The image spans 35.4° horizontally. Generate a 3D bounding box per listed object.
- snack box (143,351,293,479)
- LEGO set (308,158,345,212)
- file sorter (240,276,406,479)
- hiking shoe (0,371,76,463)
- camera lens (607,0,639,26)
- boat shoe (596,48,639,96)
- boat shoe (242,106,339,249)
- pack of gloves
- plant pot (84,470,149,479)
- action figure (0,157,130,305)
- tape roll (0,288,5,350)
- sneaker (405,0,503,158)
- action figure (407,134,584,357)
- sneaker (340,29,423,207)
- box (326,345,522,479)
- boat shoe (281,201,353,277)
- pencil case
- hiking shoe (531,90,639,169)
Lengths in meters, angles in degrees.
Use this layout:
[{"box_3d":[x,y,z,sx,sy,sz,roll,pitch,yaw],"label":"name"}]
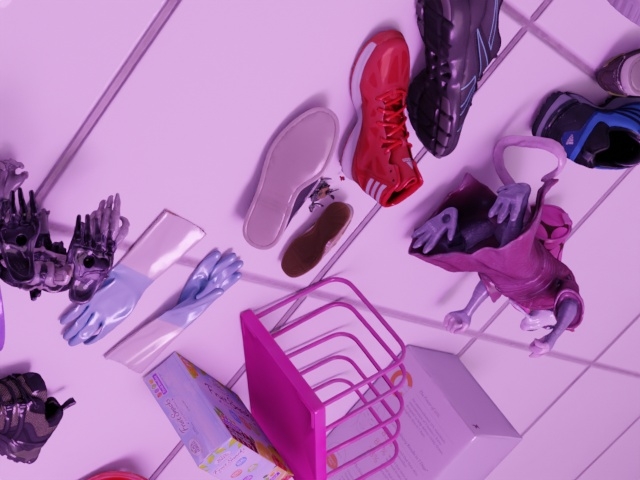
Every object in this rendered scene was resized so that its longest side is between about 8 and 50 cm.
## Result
[{"box_3d":[-0.147,0.274,1.467,0.070,0.174,0.207,-40,143,-1],"label":"snack box"},{"box_3d":[0.007,-0.076,1.346,0.083,0.023,0.054,-43,148,-15],"label":"LEGO set"},{"box_3d":[0.014,0.229,1.535,0.182,0.202,0.291,-26,143,-21],"label":"file sorter"},{"box_3d":[-0.408,0.202,1.265,0.114,0.086,0.227,-51,150,-4],"label":"hiking shoe"},{"box_3d":[0.493,-0.398,1.226,0.219,0.219,0.274,-10,136,-33],"label":"camera lens"},{"box_3d":[0.517,-0.265,1.527,0.227,0.068,0.081,-14,103,-32],"label":"boat shoe"},{"box_3d":[-0.037,-0.085,1.280,0.206,0.075,0.065,-61,-179,21],"label":"boat shoe"},{"box_3d":[-0.212,0.086,1.316,0.232,0.046,0.195,-44,145,9],"label":"pack of gloves"},{"box_3d":[-0.302,0.471,1.549,0.191,0.191,0.174,-30,151,-10],"label":"plant pot"},{"box_3d":[-0.284,-0.004,1.057,0.164,0.275,0.141,15,84,-20],"label":"action figure"},{"box_3d":[-0.378,0.029,0.990,0.080,0.189,0.189,-14,138,-29],"label":"tape roll"},{"box_3d":[0.178,-0.215,1.265,0.106,0.101,0.267,-23,142,-23],"label":"sneaker"},{"box_3d":[0.305,0.030,1.577,0.370,0.248,0.276,36,77,-42],"label":"action figure"},{"box_3d":[0.097,-0.140,1.246,0.087,0.128,0.221,-17,134,-25],"label":"sneaker"},{"box_3d":[0.154,0.392,1.818,0.168,0.215,0.345,16,120,-48],"label":"box"},{"box_3d":[0.000,0.000,1.396,0.135,0.050,0.045,-45,169,21],"label":"boat shoe"},{"box_3d":[0.376,0.030,1.713,0.098,0.095,0.209,-1,140,3],"label":"pencil case"},{"box_3d":[0.461,-0.154,1.542,0.304,0.132,0.113,-8,135,-34],"label":"hiking shoe"}]
